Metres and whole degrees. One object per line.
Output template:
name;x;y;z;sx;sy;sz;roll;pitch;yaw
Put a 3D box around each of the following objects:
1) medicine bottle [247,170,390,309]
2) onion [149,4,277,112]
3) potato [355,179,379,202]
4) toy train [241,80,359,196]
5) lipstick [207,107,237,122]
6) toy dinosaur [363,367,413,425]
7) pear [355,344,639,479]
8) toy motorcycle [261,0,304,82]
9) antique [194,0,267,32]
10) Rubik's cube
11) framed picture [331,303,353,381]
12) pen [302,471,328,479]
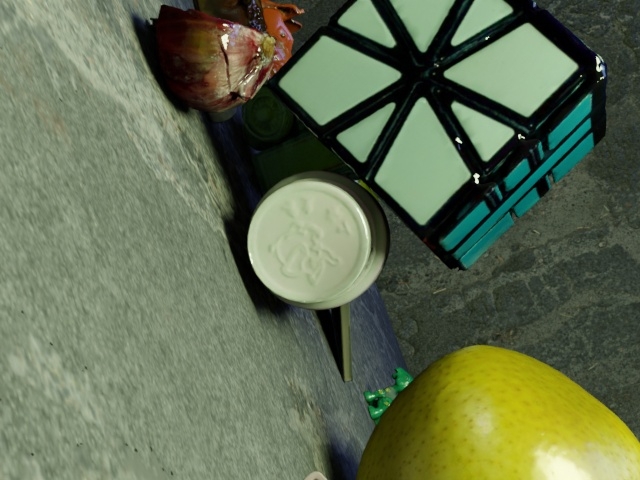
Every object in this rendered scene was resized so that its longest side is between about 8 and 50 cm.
medicine bottle;0.000;0.000;1.285;0.293;0.170;0.170;-19;88;-85
onion;-0.129;-0.194;1.164;0.206;0.151;0.098;4;98;-72
potato;0.033;-0.080;2.074;0.186;0.148;0.253;30;45;-56
toy train;0.009;-0.169;1.565;0.159;0.271;0.188;-17;90;-56
lipstick;-0.148;-0.213;1.316;0.040;0.040;0.141;-104;172;-50
toy dinosaur;0.136;0.295;1.901;0.059;0.096;0.132;60;8;-52
pear;0.214;0.331;1.201;0.362;0.362;0.418;56;23;-67
toy motorcycle;-0.079;-0.299;1.885;0.326;0.147;0.221;66;28;-10
antique;-0.148;-0.382;1.678;0.310;0.093;0.087;-105;171;-46
Rubik's cube;0.155;-0.162;1.284;0.293;0.288;0.283;48;4;14
framed picture;0.028;0.052;1.712;0.213;0.016;0.289;-102;-173;-62
pen;0.021;0.293;1.005;0.053;0.032;0.197;37;-25;45
